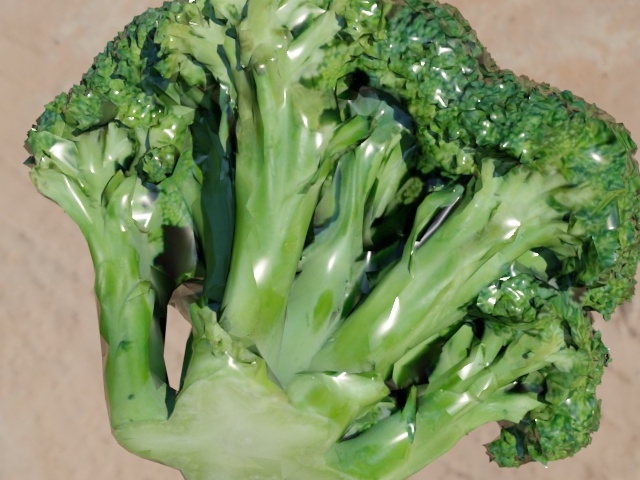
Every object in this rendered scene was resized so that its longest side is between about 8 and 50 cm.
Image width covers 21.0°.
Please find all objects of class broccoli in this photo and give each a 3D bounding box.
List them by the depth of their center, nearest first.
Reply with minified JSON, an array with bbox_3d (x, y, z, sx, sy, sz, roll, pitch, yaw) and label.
[{"bbox_3d":[0.000,0.000,0.809,0.294,0.265,0.245,10,54,5],"label":"broccoli"}]
